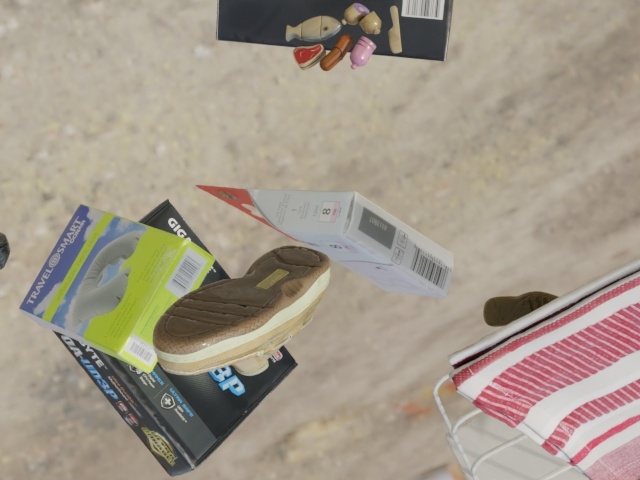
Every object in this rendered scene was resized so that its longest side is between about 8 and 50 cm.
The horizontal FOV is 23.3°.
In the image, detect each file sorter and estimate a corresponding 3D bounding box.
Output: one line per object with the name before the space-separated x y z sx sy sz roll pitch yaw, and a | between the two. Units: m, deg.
file sorter | 0.287 0.286 2.004 0.193 0.277 0.173 -26 142 0

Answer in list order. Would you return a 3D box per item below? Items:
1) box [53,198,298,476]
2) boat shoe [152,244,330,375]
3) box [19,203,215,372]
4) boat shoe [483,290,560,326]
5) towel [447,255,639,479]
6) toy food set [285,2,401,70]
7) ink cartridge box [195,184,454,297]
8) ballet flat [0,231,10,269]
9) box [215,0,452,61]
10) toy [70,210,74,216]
box | -0.149 0.096 1.546 0.175 0.220 0.051 -43 -171 -38
boat shoe | -0.051 0.067 1.116 0.190 0.068 0.072 -27 129 -51
box | -0.175 0.034 1.278 0.178 0.109 0.042 16 163 48
boat shoe | 0.290 0.095 2.101 0.049 0.056 0.152 1 -179 -43
towel | 0.289 0.127 1.405 0.237 0.037 0.329 -31 141 21
toy food set | 0.021 -0.206 1.591 0.122 0.078 0.019 -13 154 17
ink cartridge box | 0.000 0.000 1.665 0.232 0.066 0.189 0 159 40
ballet flat | -0.449 0.024 1.832 0.173 0.057 0.049 -7 120 -27
box | 0.023 -0.282 1.794 0.261 0.103 0.184 6 -158 5
toy | -0.231 0.072 1.956 0.056 0.237 0.137 -26 150 -13
